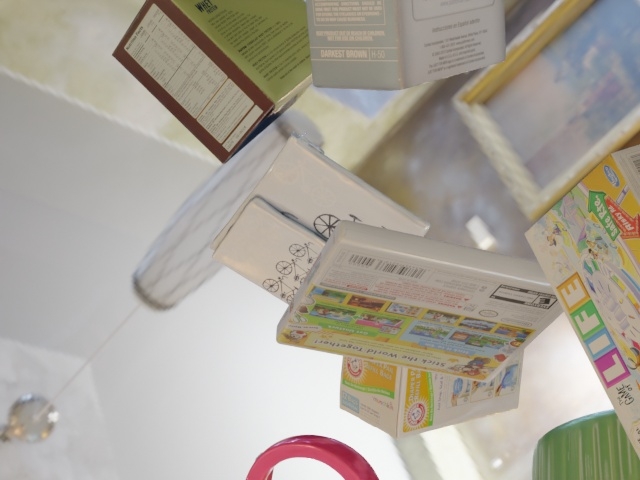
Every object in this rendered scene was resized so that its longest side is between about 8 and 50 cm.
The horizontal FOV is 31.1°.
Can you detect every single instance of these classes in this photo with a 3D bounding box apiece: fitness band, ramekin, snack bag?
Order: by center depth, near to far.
[{"bbox_3d":[0.367,0.285,1.228,0.303,0.303,0.148,25,-126,-37],"label":"ramekin"},{"bbox_3d":[-0.015,0.407,1.625,0.209,0.291,0.054,16,-157,22],"label":"fitness band"},{"bbox_3d":[0.000,0.000,2.146,0.323,0.342,0.037,34,-144,-8],"label":"snack bag"}]

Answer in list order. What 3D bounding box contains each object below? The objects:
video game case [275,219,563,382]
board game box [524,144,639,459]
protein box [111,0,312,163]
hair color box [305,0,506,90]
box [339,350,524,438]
[{"bbox_3d":[0.093,0.062,1.056,0.227,0.206,0.026,12,-123,-13],"label":"video game case"},{"bbox_3d":[0.180,0.038,0.638,0.026,0.103,0.154,-17,-109,-25],"label":"board game box"},{"bbox_3d":[-0.115,-0.246,1.473,0.201,0.136,0.200,45,-138,-2],"label":"protein box"},{"bbox_3d":[0.075,-0.342,1.084,0.113,0.374,0.185,9,-159,39],"label":"hair color box"},{"bbox_3d":[0.135,0.157,1.389,0.203,0.103,0.114,-7,-163,-38],"label":"box"}]
